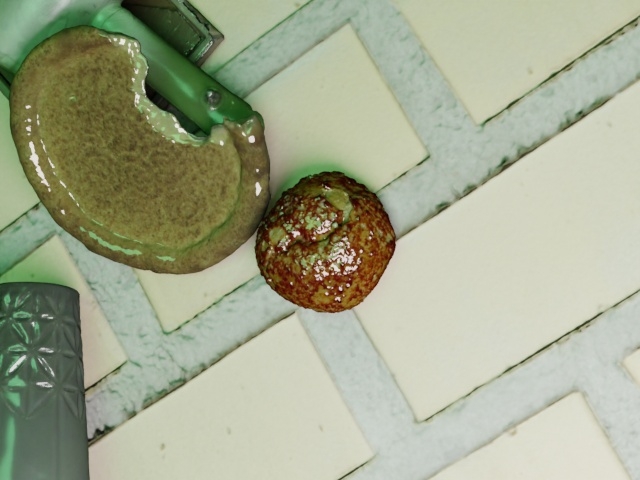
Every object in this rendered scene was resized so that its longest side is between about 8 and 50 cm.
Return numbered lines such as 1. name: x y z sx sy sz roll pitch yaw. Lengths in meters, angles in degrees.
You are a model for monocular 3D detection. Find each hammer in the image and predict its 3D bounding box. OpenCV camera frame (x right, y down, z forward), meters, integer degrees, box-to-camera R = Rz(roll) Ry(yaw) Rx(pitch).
1. hammer: -0.196 -0.200 1.401 0.335 0.119 0.206 39 103 14

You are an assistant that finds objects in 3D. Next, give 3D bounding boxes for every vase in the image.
1. vase: -0.323 0.200 1.420 0.251 0.156 0.301 -11 73 46

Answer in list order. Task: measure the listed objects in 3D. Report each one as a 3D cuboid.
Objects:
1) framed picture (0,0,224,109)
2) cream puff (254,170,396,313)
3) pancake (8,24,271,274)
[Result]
1. framed picture: -0.282 -0.245 1.504 0.232 0.024 0.315 -47 70 11
2. cream puff: 0.000 0.000 1.334 0.149 0.084 0.149 -2 84 19
3. pancake: -0.189 -0.091 1.375 0.286 0.033 0.288 -10 113 25
